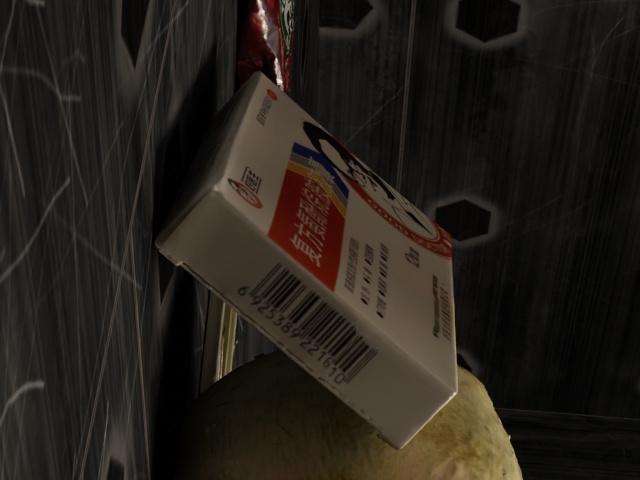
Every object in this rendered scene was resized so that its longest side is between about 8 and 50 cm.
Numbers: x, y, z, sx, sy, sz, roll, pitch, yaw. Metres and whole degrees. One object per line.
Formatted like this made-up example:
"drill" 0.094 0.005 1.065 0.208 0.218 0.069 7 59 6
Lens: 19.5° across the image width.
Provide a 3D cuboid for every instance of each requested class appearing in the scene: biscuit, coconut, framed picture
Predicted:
"biscuit" -0.042 -0.173 1.746 0.151 0.063 0.235 -82 173 -70
"coconut" 0.023 0.237 1.407 0.254 0.297 0.297 -86 179 -49
"framed picture" -0.091 0.110 1.676 0.184 0.016 0.250 89 6 -73

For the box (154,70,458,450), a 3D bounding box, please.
"box" 0.000 0.000 1.356 0.069 0.214 0.353 -47 -171 13
